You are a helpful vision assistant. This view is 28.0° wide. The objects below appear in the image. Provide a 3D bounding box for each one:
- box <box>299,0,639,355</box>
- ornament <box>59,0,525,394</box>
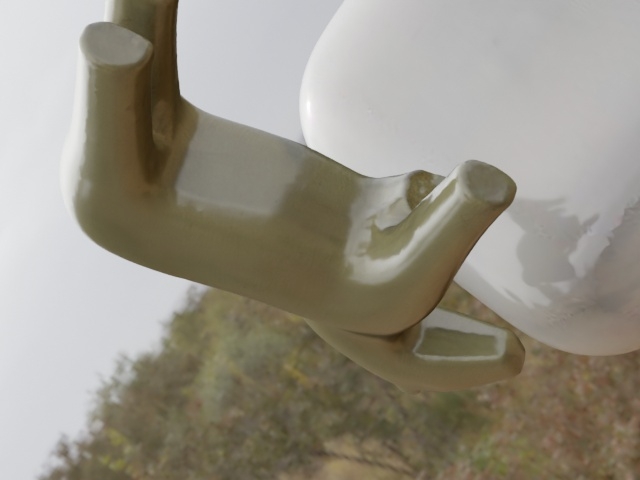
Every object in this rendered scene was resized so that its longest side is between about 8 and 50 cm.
[{"bbox_3d":[0.166,-0.128,0.742,0.349,0.289,0.141,-54,-31,5],"label":"box"},{"bbox_3d":[0.000,0.000,0.555,0.245,0.230,0.061,119,169,-65],"label":"ornament"}]
